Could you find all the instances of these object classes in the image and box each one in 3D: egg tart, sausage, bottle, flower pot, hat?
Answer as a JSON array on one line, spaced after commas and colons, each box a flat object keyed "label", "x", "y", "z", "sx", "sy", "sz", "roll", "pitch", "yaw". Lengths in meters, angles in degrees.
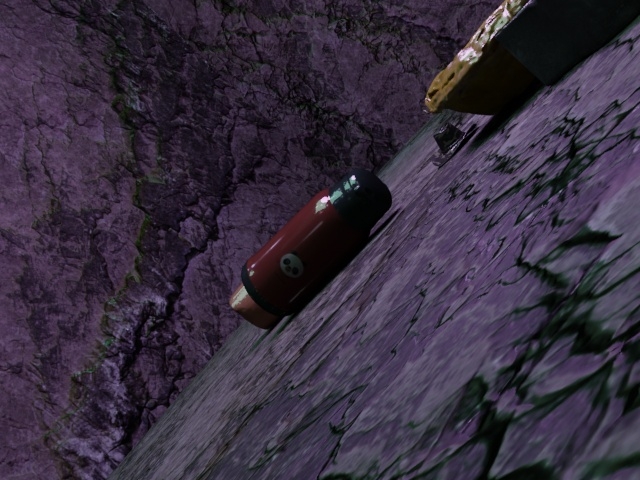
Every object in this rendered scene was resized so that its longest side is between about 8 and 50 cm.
[{"label": "egg tart", "x": 0.311, "y": -0.313, "z": 1.568, "sx": 0.345, "sy": 0.132, "sz": 0.345, "roll": -46, "pitch": 2, "yaw": 2}, {"label": "sausage", "x": -0.088, "y": 0.085, "z": 2.113, "sx": 0.253, "sy": 0.123, "sz": 0.123, "roll": -46, "pitch": 2, "yaw": -10}, {"label": "bottle", "x": 0.000, "y": 0.000, "z": 1.848, "sx": 0.336, "sy": 0.144, "sz": 0.144, "roll": -43, "pitch": 4, "yaw": 25}, {"label": "flower pot", "x": 0.341, "y": -0.307, "z": 1.261, "sx": 0.103, "sy": 0.108, "sz": 0.229, "roll": -47, "pitch": 4, "yaw": -21}, {"label": "hat", "x": 0.242, "y": -0.192, "z": 1.775, "sx": 0.121, "sy": 0.050, "sz": 0.121, "roll": -45, "pitch": 5, "yaw": 5}]
